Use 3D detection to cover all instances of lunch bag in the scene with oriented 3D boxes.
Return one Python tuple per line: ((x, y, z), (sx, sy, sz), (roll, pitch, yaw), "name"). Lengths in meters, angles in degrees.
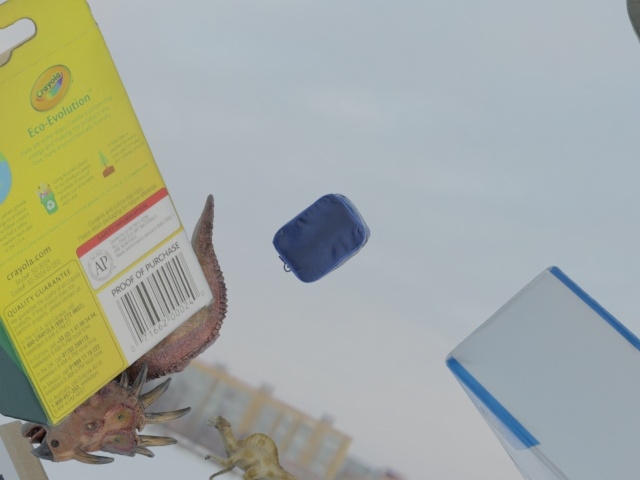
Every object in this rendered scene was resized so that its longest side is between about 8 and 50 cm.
((0.000, 0.000, 1.604), (0.067, 0.098, 0.065), (55, 8, 4), "lunch bag")

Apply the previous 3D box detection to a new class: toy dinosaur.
((-0.169, 0.102, 1.546), (0.200, 0.295, 0.127), (38, -12, 42), "toy dinosaur")
((-0.082, 0.297, 2.030), (0.183, 0.093, 0.053), (34, -8, 1), "toy dinosaur")

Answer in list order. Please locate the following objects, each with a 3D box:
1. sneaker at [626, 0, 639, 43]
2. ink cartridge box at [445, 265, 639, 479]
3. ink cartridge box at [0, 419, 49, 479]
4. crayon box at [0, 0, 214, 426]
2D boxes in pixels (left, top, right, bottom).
((0.521, -0.310, 2.428), (0.083, 0.222, 0.118), (-12, -15, 7), "sneaker")
((0.332, 0.248, 1.718), (0.285, 0.166, 0.395), (45, -6, 37), "ink cartridge box")
((-0.395, 0.315, 1.667), (0.193, 0.234, 0.088), (57, -34, 30), "ink cartridge box")
((-0.229, -0.037, 1.281), (0.081, 0.202, 0.319), (4, -57, 44), "crayon box")
